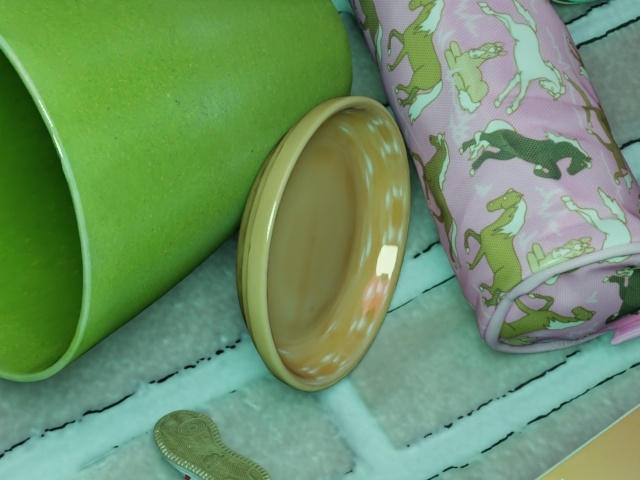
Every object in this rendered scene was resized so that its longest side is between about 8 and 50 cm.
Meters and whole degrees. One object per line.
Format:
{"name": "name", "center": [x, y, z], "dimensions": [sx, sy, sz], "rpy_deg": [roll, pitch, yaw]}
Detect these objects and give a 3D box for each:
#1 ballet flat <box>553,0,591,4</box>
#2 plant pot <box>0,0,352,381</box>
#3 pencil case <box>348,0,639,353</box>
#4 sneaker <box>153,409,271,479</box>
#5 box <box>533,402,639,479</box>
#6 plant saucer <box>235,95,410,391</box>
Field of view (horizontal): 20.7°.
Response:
{"name": "ballet flat", "center": [0.260, -0.264, 1.425], "dimensions": [0.248, 0.086, 0.086], "rpy_deg": [-26, 68, -23]}
{"name": "plant pot", "center": [-0.129, -0.089, 1.178], "dimensions": [0.293, 0.275, 0.275], "rpy_deg": [-27, 67, -38]}
{"name": "pencil case", "center": [0.129, -0.104, 1.259], "dimensions": [0.167, 0.160, 0.386], "rpy_deg": [-10, 62, -17]}
{"name": "sneaker", "center": [-0.066, 0.161, 1.154], "dimensions": [0.042, 0.067, 0.118], "rpy_deg": [-33, 40, -21]}
{"name": "box", "center": [0.193, 0.202, 1.135], "dimensions": [0.170, 0.091, 0.130], "rpy_deg": [-33, 70, -23]}
{"name": "plant saucer", "center": [0.000, 0.000, 1.171], "dimensions": [0.037, 0.200, 0.200], "rpy_deg": [12, 56, 27]}
